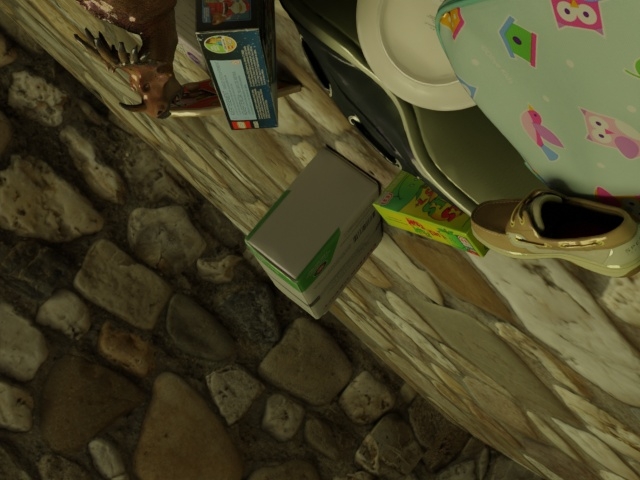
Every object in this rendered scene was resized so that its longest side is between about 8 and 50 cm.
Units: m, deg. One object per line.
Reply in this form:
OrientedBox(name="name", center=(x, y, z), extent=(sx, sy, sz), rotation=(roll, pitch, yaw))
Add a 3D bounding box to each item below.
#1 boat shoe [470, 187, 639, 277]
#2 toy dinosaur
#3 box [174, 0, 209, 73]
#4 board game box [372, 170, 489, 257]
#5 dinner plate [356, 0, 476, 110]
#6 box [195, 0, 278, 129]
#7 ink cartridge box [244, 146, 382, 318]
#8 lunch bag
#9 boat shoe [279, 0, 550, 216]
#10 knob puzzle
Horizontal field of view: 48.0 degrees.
OrientedBox(name="boat shoe", center=(0.159, -0.014, 0.498), extent=(0.135, 0.050, 0.045), rotation=(12, 149, 46))
OrientedBox(name="toy dinosaur", center=(-0.264, -0.315, 0.909), extent=(0.295, 0.200, 0.127), rotation=(42, 170, -5))
OrientedBox(name="box", center=(-0.271, -0.374, 1.065), extent=(0.324, 0.067, 0.063), rotation=(38, 170, 8))
OrientedBox(name="board game box", center=(0.151, -0.048, 0.860), extent=(0.043, 0.092, 0.181), rotation=(47, 168, -30))
OrientedBox(name="dinner plate", center=(0.090, -0.166, 0.548), extent=(0.141, 0.017, 0.141), rotation=(12, 121, 21))
OrientedBox(name="box", center=(-0.064, -0.227, 0.569), extent=(0.044, 0.233, 0.159), rotation=(-3, 165, 1))
OrientedBox(name="ink cartridge box", center=(0.000, 0.000, 1.265), extent=(0.121, 0.211, 0.289), rotation=(37, 169, 16))
OrientedBox(name="lunch bag", center=(0.220, -0.081, 0.431), extent=(0.279, 0.108, 0.224), rotation=(44, 168, -19))
OrientedBox(name="boat shoe", center=(0.087, -0.128, 0.658), extent=(0.340, 0.127, 0.113), rotation=(42, 171, 1))
OrientedBox(name="knob puzzle", center=(-0.154, -0.218, 1.036), extent=(0.213, 0.213, 0.030), rotation=(28, 134, 49))
